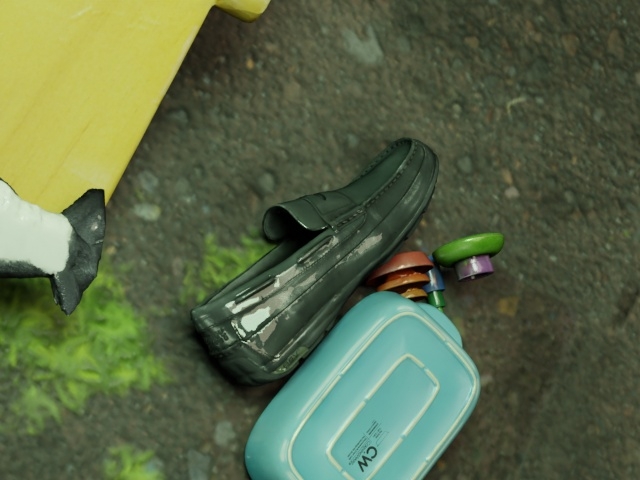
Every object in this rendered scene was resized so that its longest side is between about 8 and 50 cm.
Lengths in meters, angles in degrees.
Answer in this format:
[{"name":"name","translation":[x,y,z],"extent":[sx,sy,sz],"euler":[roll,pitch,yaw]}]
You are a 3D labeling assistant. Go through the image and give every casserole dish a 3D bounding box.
[{"name":"casserole dish","translation":[0.034,0.117,1.264],"extent":[0.114,0.037,0.188],"euler":[46,69,-13]}]

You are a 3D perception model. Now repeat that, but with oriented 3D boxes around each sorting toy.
[{"name":"sorting toy","translation":[0.081,0.028,1.330],"extent":[0.102,0.061,0.042],"euler":[-13,79,-9]}]

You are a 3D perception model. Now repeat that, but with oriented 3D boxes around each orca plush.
[{"name":"orca plush","translation":[-0.255,-0.061,1.116],"extent":[0.287,0.102,0.151],"euler":[17,91,-34]}]

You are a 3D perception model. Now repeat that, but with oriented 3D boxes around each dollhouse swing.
[{"name":"dollhouse swing","translation":[-0.220,-0.225,1.254],"extent":[0.347,0.305,0.315],"euler":[26,20,-18]}]

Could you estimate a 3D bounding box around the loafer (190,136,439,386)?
[{"name":"loafer","translation":[0.000,0.000,1.283],"extent":[0.078,0.076,0.223],"euler":[49,60,-14]}]
